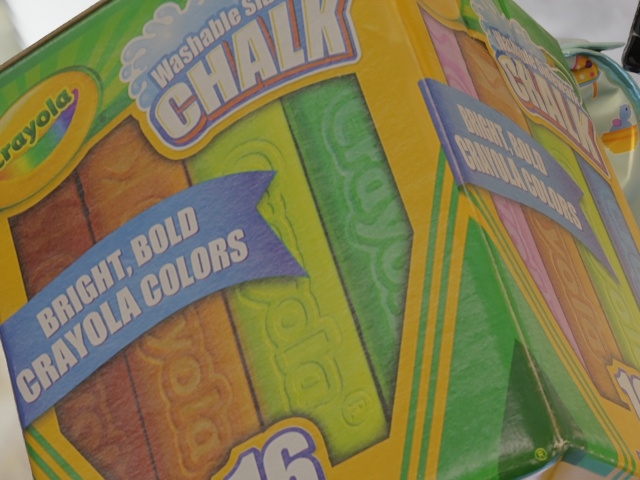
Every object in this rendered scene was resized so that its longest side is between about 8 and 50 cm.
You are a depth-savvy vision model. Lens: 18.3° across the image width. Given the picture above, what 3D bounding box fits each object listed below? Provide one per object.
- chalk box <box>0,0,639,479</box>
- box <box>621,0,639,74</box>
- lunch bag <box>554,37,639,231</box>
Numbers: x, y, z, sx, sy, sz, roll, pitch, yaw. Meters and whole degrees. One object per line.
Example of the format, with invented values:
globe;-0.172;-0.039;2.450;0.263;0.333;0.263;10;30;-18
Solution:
chalk box;0.000;0.000;0.519;0.132;0.132;0.213;-31;-120;21
box;0.207;-0.165;0.692;0.103;0.261;0.184;19;-61;17
lunch bag;0.113;-0.066;1.382;0.223;0.160;0.262;10;-25;35
